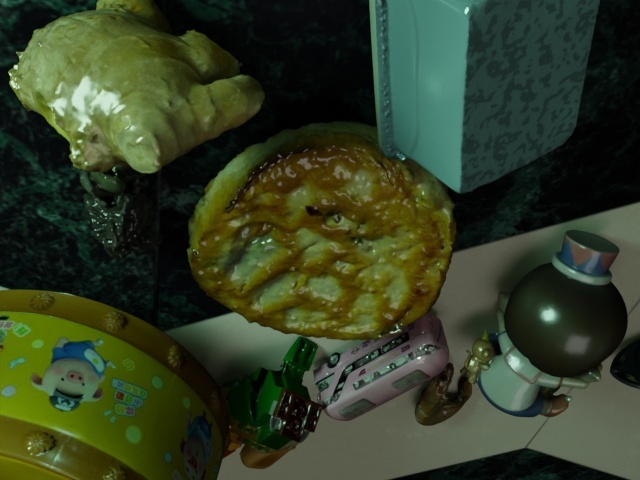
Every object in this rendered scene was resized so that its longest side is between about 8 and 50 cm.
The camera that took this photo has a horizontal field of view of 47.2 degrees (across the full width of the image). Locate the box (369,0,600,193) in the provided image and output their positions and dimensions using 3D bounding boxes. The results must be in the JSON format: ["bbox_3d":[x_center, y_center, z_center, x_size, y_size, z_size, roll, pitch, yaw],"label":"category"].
[{"bbox_3d":[0.133,-0.159,0.615,0.162,0.130,0.226,-26,138,-16],"label":"box"}]

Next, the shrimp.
[{"bbox_3d":[0.199,0.239,1.127,0.095,0.045,0.162,1,134,-11],"label":"shrimp"}]

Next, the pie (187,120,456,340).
[{"bbox_3d":[0.000,0.000,0.812,0.316,0.092,0.315,-1,135,-1],"label":"pie"}]

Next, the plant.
[{"bbox_3d":[-0.203,-0.048,0.737,0.085,0.087,0.174,16,133,10],"label":"plant"}]

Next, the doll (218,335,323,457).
[{"bbox_3d":[-0.085,0.228,1.019,0.186,0.134,0.106,-28,138,29],"label":"doll"}]

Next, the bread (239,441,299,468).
[{"bbox_3d":[-0.082,0.324,1.169,0.062,0.049,0.103,18,131,-37],"label":"bread"}]

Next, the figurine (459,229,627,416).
[{"bbox_3d":[0.302,0.113,0.943,0.158,0.161,0.275,-32,156,-39],"label":"figurine"}]

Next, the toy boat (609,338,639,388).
[{"bbox_3d":[0.548,0.170,1.074,0.246,0.092,0.103,-12,144,4],"label":"toy boat"}]

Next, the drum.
[{"bbox_3d":[-0.335,0.272,0.891,0.432,0.214,0.430,5,132,5],"label":"drum"}]

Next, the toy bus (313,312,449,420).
[{"bbox_3d":[0.081,0.173,1.004,0.203,0.090,0.063,-34,132,26],"label":"toy bus"}]

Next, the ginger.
[{"bbox_3d":[-0.158,-0.130,0.580,0.157,0.216,0.102,-43,150,-20],"label":"ginger"}]
